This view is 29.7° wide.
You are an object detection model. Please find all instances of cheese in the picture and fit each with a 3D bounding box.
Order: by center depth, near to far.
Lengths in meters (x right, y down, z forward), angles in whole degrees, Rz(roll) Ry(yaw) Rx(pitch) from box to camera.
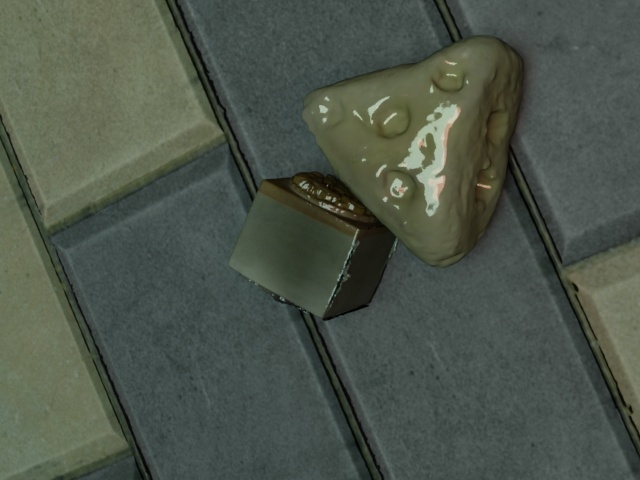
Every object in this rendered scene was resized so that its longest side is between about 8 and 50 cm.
[{"bbox_3d":[0.137,-0.100,1.389,0.251,0.173,0.247,-24,85,20],"label":"cheese"}]

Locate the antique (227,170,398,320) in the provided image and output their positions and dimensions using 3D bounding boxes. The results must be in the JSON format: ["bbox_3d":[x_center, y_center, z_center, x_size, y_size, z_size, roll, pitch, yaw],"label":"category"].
[{"bbox_3d":[0.000,0.000,1.473,0.152,0.147,0.148,28,104,20],"label":"antique"}]
